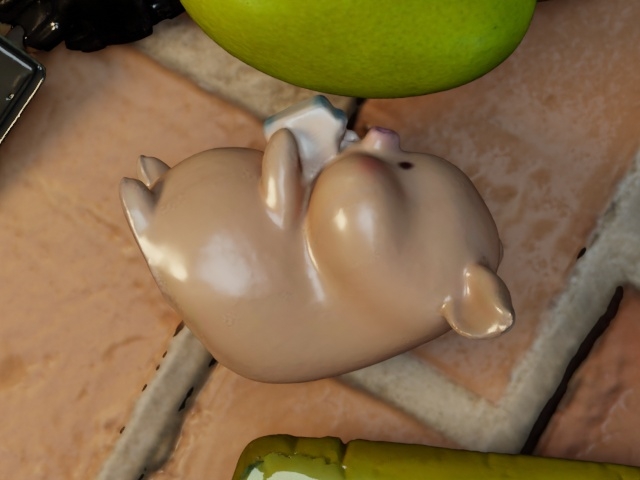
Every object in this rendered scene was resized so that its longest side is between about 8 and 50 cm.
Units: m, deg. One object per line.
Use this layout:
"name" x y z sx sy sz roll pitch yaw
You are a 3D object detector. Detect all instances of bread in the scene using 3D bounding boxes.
"bread" 0.101 0.245 1.123 0.383 0.112 0.166 5 90 -2

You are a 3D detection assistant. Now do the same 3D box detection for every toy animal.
"toy animal" 0.003 -0.003 1.095 0.256 0.195 0.213 -18 101 11

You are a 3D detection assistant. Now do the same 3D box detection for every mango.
"mango" 0.012 -0.187 1.043 0.273 0.185 0.149 24 61 -13

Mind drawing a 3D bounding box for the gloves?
"gloves" -0.205 -0.214 1.135 0.203 0.124 0.164 -28 71 -10

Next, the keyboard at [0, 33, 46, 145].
"keyboard" -0.318 -0.072 1.136 0.094 0.025 0.230 36 103 -8
